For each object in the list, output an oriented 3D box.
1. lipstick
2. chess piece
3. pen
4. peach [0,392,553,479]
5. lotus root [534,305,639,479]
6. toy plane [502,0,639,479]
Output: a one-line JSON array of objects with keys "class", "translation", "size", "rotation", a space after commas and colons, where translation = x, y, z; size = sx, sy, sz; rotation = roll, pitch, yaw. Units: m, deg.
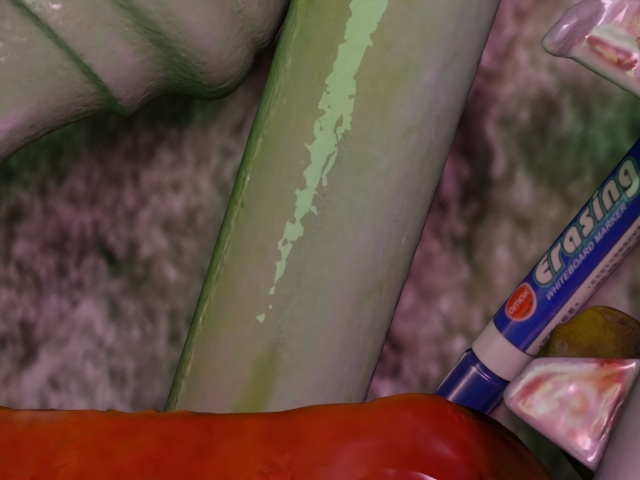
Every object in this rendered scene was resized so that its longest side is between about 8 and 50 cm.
[{"class": "lipstick", "translation": [0.000, 0.000, 0.712], "size": [0.076, 0.076, 0.304], "rotation": [23, 102, 28]}, {"class": "chess piece", "translation": [-0.146, -0.032, 0.705], "size": [0.139, 0.139, 0.271], "rotation": [39, 83, 24]}, {"class": "pen", "translation": [0.087, 0.014, 0.689], "size": [0.025, 0.025, 0.204], "rotation": [46, 111, 21]}, {"class": "peach", "translation": [-0.054, 0.196, 0.571], "size": [0.242, 0.306, 0.380], "rotation": [1, 109, -11]}, {"class": "lotus root", "translation": [0.113, 0.068, 0.662], "size": [0.054, 0.049, 0.099], "rotation": [-43, 76, 21]}, {"class": "toy plane", "translation": [0.169, 0.013, 0.573], "size": [0.252, 0.118, 0.252], "rotation": [-2, 82, 11]}]
